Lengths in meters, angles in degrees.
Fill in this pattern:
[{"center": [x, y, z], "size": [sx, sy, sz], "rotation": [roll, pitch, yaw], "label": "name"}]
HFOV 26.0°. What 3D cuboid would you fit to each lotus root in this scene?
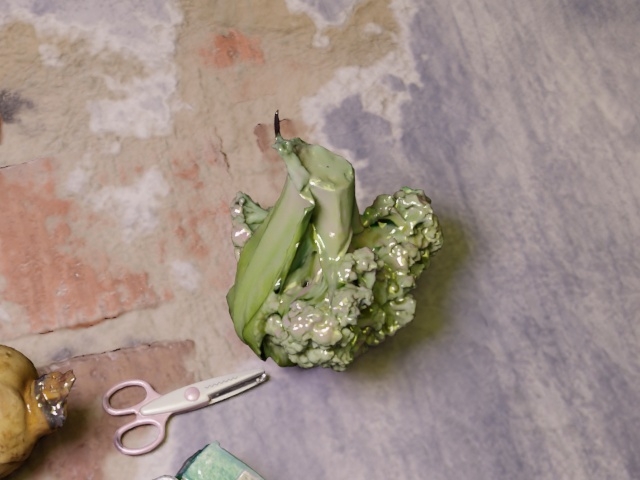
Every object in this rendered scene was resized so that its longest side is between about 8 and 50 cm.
[{"center": [-0.375, 0.170, 1.401], "size": [0.257, 0.140, 0.154], "rotation": [6, 31, 0], "label": "lotus root"}]

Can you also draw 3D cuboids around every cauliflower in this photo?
[{"center": [0.000, 0.000, 1.440], "size": [0.239, 0.315, 0.256], "rotation": [8, 42, 11], "label": "cauliflower"}]

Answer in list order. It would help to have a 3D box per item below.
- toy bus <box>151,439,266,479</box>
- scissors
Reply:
[{"center": [-0.157, 0.322, 1.373], "size": [0.109, 0.091, 0.261], "rotation": [33, 67, 4], "label": "toy bus"}, {"center": [-0.142, 0.170, 1.483], "size": [0.176, 0.022, 0.085], "rotation": [-17, 63, -9], "label": "scissors"}]
